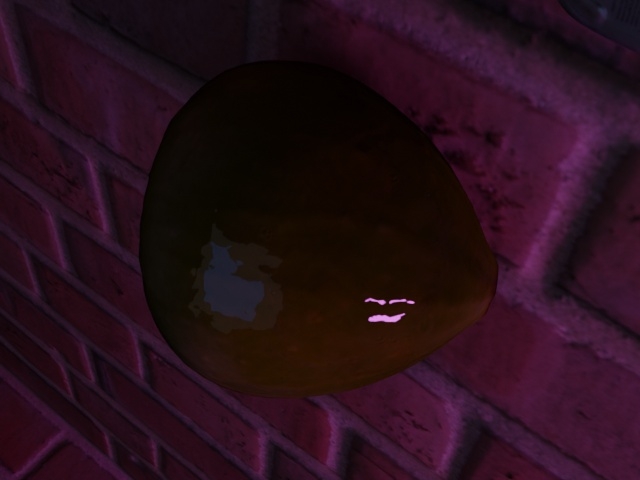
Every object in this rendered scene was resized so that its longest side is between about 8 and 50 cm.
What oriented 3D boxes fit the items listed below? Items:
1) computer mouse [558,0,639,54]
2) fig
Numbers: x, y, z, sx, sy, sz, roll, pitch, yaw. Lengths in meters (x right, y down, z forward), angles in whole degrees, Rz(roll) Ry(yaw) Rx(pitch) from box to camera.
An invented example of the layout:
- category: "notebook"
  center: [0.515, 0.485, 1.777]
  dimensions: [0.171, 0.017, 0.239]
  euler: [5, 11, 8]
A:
- category: "computer mouse"
  center: [0.259, -0.154, 0.367]
  dimensions: [0.288, 0.097, 0.160]
  euler: [36, 146, 34]
- category: "fig"
  center: [0.000, 0.000, 0.639]
  dimensions: [0.316, 0.316, 0.316]
  euler: [27, 140, 25]
